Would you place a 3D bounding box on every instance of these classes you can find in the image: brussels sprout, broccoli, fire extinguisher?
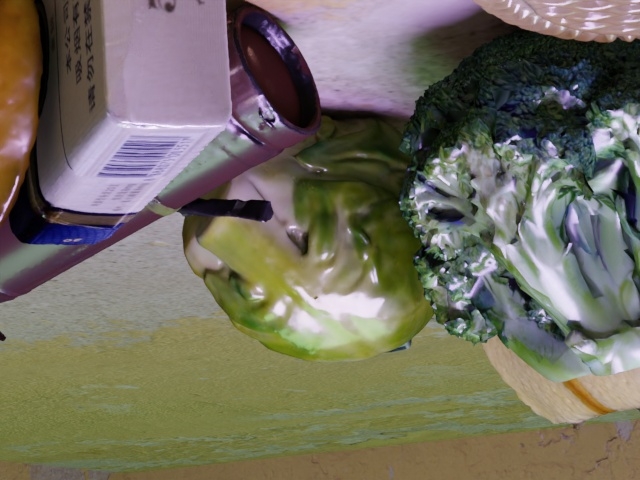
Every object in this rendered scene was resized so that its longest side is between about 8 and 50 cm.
[{"bbox_3d":[0.000,0.000,1.425,0.223,0.223,0.161,3,152,-22],"label":"brussels sprout"},{"bbox_3d":[0.180,-0.029,1.241,0.265,0.245,0.294,-8,170,-27],"label":"broccoli"},{"bbox_3d":[-0.155,-0.027,1.250,0.341,0.141,0.105,-29,173,25],"label":"fire extinguisher"}]

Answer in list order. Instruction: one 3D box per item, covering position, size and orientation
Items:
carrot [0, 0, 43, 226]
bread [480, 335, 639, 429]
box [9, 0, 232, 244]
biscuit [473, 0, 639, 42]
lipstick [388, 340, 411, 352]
[{"bbox_3d":[-0.306,-0.050,1.063,0.241,0.242,0.340,2,168,-19],"label":"carrot"},{"bbox_3d":[0.277,0.028,1.541,0.236,0.198,0.263,-26,180,-22],"label":"bread"},{"bbox_3d":[-0.121,-0.105,1.018,0.071,0.168,0.259,1,166,-22],"label":"box"},{"bbox_3d":[0.189,-0.174,0.959,0.259,0.079,0.259,-3,167,-1],"label":"biscuit"},{"bbox_3d":[0.058,0.071,2.026,0.077,0.076,0.290,-5,169,6],"label":"lipstick"}]
